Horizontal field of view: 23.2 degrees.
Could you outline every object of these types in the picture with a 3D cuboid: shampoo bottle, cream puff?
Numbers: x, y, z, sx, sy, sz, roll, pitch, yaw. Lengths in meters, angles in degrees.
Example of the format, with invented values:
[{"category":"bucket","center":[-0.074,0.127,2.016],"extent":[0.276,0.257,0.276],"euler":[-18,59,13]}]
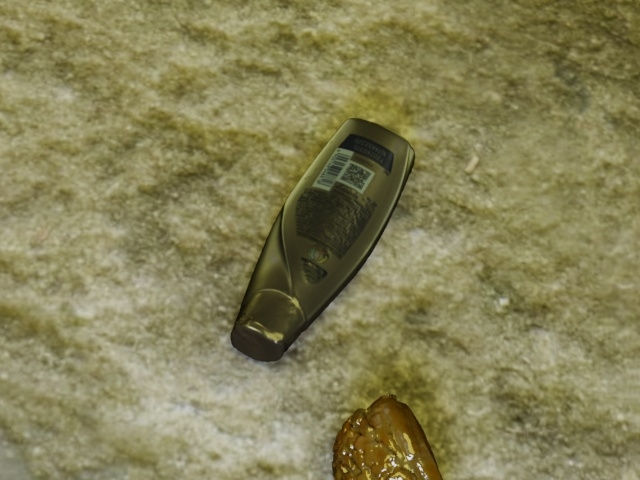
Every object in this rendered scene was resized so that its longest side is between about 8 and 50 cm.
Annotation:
[{"category":"shampoo bottle","center":[0.000,0.000,1.930],"extent":[0.125,0.084,0.350],"euler":[25,57,9]},{"category":"cream puff","center":[0.073,0.258,1.749],"extent":[0.115,0.150,0.165],"euler":[-20,24,-3]}]
